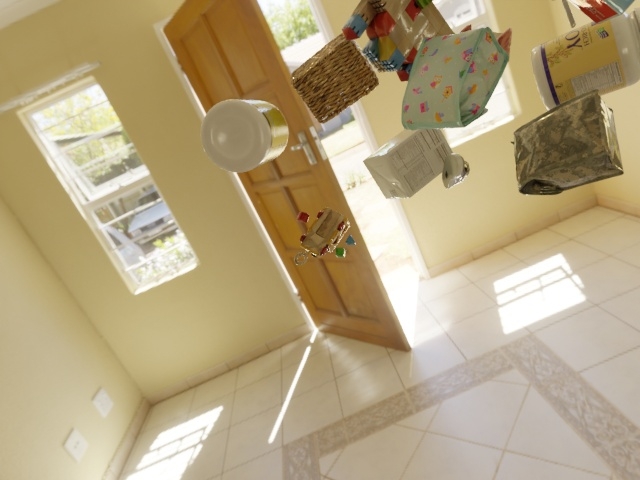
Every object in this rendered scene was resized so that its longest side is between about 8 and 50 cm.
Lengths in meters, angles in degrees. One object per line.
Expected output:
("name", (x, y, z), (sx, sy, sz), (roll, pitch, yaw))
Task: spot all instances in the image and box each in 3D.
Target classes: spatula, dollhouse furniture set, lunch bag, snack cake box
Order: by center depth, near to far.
("snack cake box", (0.641, -0.659, 1.057), (0.089, 0.264, 0.152), (-50, 2, 20))
("lunch bag", (0.355, -0.423, 1.198), (0.223, 0.160, 0.262), (19, 86, 51))
("spatula", (0.772, -0.754, 1.285), (0.168, 0.242, 0.019), (-48, 52, 20))
("lunch bag", (0.754, -0.284, 1.360), (0.287, 0.169, 0.235), (-19, 58, 46))
("dollhouse furniture set", (0.624, -0.754, 1.827), (0.201, 0.152, 0.374), (28, 61, 34))

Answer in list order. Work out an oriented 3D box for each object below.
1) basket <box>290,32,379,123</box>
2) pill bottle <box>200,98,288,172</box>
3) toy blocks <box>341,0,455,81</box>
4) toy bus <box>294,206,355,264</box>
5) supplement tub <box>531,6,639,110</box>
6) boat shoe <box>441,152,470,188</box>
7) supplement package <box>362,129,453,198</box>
("basket", (0.054, -0.661, 1.758), (0.299, 0.223, 0.213), (-32, 29, 19))
("pill bottle", (-0.199, -0.312, 1.262), (0.187, 0.188, 0.334), (-21, 13, 15))
("toy blocks", (0.243, -0.651, 1.360), (0.261, 0.381, 0.190), (-57, 33, -3))
("toy bus", (0.011, -0.007, 1.441), (0.202, 0.191, 0.104), (-13, -26, 6))
("supplement tub", (0.911, -0.600, 1.445), (0.331, 0.241, 0.241), (-15, 20, 37))
("boat shoe", (0.453, -0.238, 1.434), (0.070, 0.078, 0.219), (-20, -12, 4))
("supplement package", (0.354, -0.319, 1.730), (0.262, 0.198, 0.199), (-38, 15, -13))
